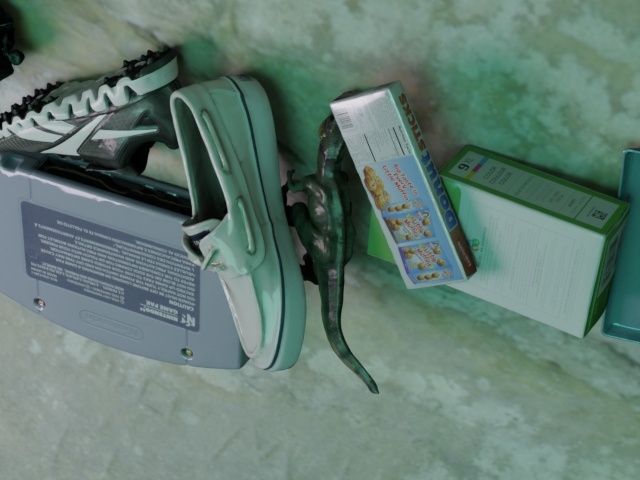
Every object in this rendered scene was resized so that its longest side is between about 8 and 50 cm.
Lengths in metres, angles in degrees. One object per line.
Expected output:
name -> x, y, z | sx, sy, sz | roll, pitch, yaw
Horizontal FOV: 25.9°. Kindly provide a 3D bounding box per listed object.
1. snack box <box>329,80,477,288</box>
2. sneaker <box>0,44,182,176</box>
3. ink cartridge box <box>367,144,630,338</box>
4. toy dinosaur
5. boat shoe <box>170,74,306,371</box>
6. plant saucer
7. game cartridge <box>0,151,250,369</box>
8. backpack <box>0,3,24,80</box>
snack box -> 0.070, -0.043, 1.163 | 0.064, 0.022, 0.178 | -11, 111, 38
sneaker -> -0.213, -0.100, 1.304 | 0.234, 0.078, 0.106 | -13, 113, 31
ink cartridge box -> 0.149, -0.009, 1.189 | 0.209, 0.062, 0.109 | 21, 130, 22
toy dinosaur -> 0.000, 0.000, 1.253 | 0.118, 0.064, 0.268 | 18, 118, 58
boat shoe -> -0.079, -0.010, 1.231 | 0.096, 0.088, 0.268 | 10, 109, 57
plant saucer -> 0.279, 0.008, 1.171 | 0.067, 0.018, 0.192 | 12, 126, 19
game cartridge -> -0.200, 0.023, 1.401 | 0.294, 0.060, 0.196 | 17, 125, 16
backpack -> -0.383, -0.209, 1.291 | 0.152, 0.115, 0.182 | -14, 112, 36
